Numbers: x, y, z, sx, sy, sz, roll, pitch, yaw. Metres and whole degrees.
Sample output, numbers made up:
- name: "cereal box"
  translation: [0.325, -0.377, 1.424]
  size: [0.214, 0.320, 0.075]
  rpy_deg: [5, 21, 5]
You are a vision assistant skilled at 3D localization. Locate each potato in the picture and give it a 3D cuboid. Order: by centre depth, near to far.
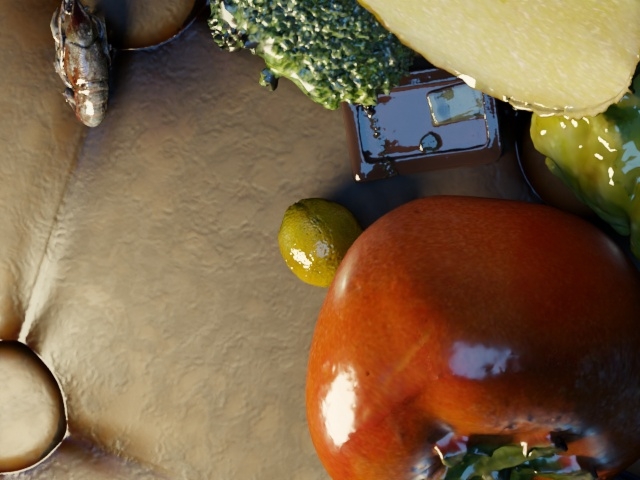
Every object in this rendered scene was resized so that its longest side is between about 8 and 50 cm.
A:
- name: "potato"
  translation: [0.162, -0.341, 1.144]
  size: [0.385, 0.442, 0.319]
  rpy_deg: [30, 74, 23]

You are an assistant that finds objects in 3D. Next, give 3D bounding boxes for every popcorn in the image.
- name: "popcorn"
  translation: [0.342, -0.107, 1.305]
  size: [0.250, 0.235, 0.242]
  rpy_deg: [-37, 74, -2]

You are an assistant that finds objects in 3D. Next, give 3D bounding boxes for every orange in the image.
- name: "orange"
  translation: [0.000, 0.000, 1.453]
  size: [0.085, 0.085, 0.095]
  rpy_deg: [-39, 83, 13]

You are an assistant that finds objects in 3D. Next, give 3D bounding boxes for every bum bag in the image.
- name: "bum bag"
  translation: [0.102, -0.122, 1.447]
  size: [0.159, 0.026, 0.109]
  rpy_deg: [-7, 98, 6]

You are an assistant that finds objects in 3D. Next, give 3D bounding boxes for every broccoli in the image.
- name: "broccoli"
  translation: [-0.019, -0.238, 1.374]
  size: [0.226, 0.198, 0.176]
  rpy_deg: [11, 145, 31]

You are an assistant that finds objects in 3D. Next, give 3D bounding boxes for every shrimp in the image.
- name: "shrimp"
  translation: [-0.248, -0.200, 1.477]
  size: [0.056, 0.065, 0.165]
  rpy_deg: [-10, 93, -21]

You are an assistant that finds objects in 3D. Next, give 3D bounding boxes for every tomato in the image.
- name: "tomato"
  translation: [0.151, 0.116, 1.351]
  size: [0.341, 0.273, 0.341]
  rpy_deg: [-3, 138, -3]

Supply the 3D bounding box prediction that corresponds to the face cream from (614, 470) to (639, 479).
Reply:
- name: "face cream"
  translation: [0.238, 0.419, 1.472]
  size: [0.234, 0.137, 0.420]
  rpy_deg: [21, 110, 5]
